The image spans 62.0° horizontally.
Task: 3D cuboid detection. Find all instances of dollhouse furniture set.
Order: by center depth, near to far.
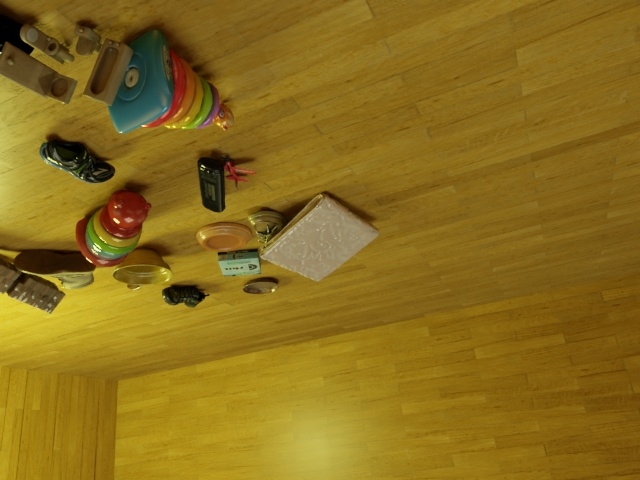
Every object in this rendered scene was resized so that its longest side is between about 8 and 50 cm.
[{"bbox_3d":[-0.457,-0.324,0.958,0.151,0.144,0.123,21,178,16],"label":"dollhouse furniture set"}]

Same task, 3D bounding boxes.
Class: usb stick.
[{"bbox_3d":[-0.308,-0.154,1.519,0.077,0.045,0.278,23,158,0],"label":"usb stick"}]

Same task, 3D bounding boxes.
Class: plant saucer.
[{"bbox_3d":[-0.342,-0.006,1.896,0.199,0.037,0.200,-6,158,-2],"label":"plant saucer"},{"bbox_3d":[-0.270,0.206,2.423,0.168,0.029,0.168,-5,157,-2],"label":"plant saucer"}]

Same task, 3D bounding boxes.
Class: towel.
[{"bbox_3d":[0.000,0.000,1.851,0.317,0.053,0.331,-39,141,20],"label":"towel"}]

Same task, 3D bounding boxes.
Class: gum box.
[{"bbox_3d":[-0.321,0.092,2.126,0.156,0.041,0.184,-5,158,-5],"label":"gum box"}]

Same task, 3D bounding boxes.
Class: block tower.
[{"bbox_3d":[-1.068,0.140,1.851,0.097,0.091,0.335,30,171,43],"label":"block tower"}]

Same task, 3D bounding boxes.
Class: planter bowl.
[{"bbox_3d":[-0.652,0.088,1.961,0.217,0.091,0.217,-6,158,-2],"label":"planter bowl"}]

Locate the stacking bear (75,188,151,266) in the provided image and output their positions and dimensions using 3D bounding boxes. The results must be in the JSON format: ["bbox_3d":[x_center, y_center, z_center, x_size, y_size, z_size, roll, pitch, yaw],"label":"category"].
[{"bbox_3d":[-0.602,-0.050,1.583,0.175,0.164,0.289,10,147,-35],"label":"stacking bear"}]

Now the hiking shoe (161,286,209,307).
[{"bbox_3d":[-0.598,0.234,2.354,0.114,0.086,0.226,-31,156,20],"label":"hiking shoe"}]

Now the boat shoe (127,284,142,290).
[{"bbox_3d":[-0.720,0.142,2.112,0.178,0.064,0.060,-32,142,33],"label":"boat shoe"}]

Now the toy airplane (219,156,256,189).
[{"bbox_3d":[-0.244,-0.191,1.493,0.151,0.028,0.151,9,156,4],"label":"toy airplane"}]

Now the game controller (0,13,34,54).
[{"bbox_3d":[-0.684,-0.339,0.982,0.319,0.067,0.166,-18,155,26],"label":"game controller"}]

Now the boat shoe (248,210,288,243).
[{"bbox_3d":[-0.153,-0.022,1.842,0.104,0.090,0.285,-16,155,21],"label":"boat shoe"}]

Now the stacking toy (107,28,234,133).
[{"bbox_3d":[-0.281,-0.293,1.128,0.165,0.175,0.301,-16,167,28],"label":"stacking toy"}]

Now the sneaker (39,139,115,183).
[{"bbox_3d":[-0.600,-0.198,1.335,0.078,0.067,0.188,-16,153,35],"label":"sneaker"}]

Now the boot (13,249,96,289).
[{"bbox_3d":[-0.957,0.111,1.935,0.261,0.095,0.203,1,158,-24],"label":"boot"}]
